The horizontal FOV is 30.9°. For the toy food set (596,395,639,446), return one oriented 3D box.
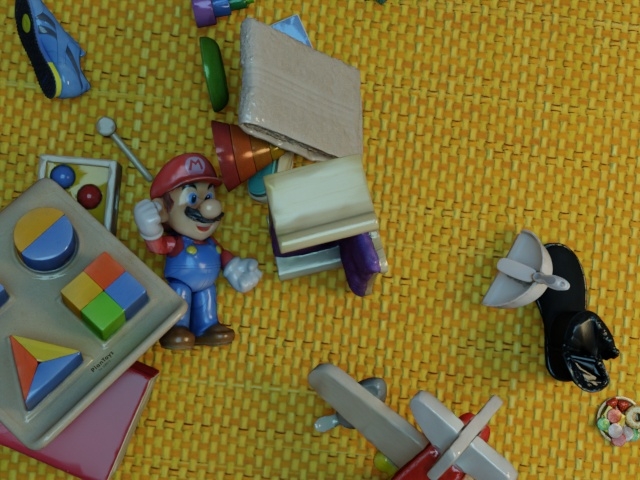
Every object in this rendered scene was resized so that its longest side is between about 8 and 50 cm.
[{"bbox_3d":[0.514,0.309,1.986,0.083,0.020,0.083,32,86,-1],"label":"toy food set"}]

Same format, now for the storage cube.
[{"bbox_3d":[-0.386,0.260,1.861,0.193,0.183,0.215,24,86,-2],"label":"storage cube"}]

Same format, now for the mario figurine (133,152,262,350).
[{"bbox_3d":[-0.198,0.016,1.886,0.170,0.198,0.321,-3,91,11],"label":"mario figurine"}]

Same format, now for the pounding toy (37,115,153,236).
[{"bbox_3d":[-0.372,-0.109,1.928,0.181,0.094,0.206,5,87,-3],"label":"pounding toy"}]

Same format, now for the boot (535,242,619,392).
[{"bbox_3d":[0.417,0.120,1.899,0.094,0.207,0.247,-4,86,-3],"label":"boot"}]

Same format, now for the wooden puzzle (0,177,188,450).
[{"bbox_3d":[-0.428,0.092,1.755,0.348,0.080,0.322,39,68,16],"label":"wooden puzzle"}]

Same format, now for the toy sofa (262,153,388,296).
[{"bbox_3d":[0.000,0.000,1.809,0.150,0.362,0.177,-13,82,-4],"label":"toy sofa"}]

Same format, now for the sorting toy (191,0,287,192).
[{"bbox_3d":[-0.128,-0.263,1.921,0.126,0.127,0.366,-10,72,0],"label":"sorting toy"}]

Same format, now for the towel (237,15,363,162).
[{"bbox_3d":[-0.031,-0.232,1.879,0.049,0.282,0.187,-16,67,38],"label":"towel"}]

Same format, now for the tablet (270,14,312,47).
[{"bbox_3d":[-0.047,-0.344,2.003,0.054,0.006,0.083,-24,89,-4],"label":"tablet"}]

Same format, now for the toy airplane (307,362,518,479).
[{"bbox_3d":[0.175,0.372,1.842,0.384,0.272,0.386,-4,102,28],"label":"toy airplane"}]

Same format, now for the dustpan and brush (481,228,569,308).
[{"bbox_3d":[0.346,0.058,1.898,0.060,0.211,0.147,32,85,-35],"label":"dustpan and brush"}]

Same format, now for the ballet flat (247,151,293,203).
[{"bbox_3d":[-0.068,-0.181,1.960,0.086,0.086,0.249,14,87,-2],"label":"ballet flat"}]

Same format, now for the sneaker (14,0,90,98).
[{"bbox_3d":[-0.452,-0.334,1.961,0.082,0.069,0.209,-16,77,-36],"label":"sneaker"}]

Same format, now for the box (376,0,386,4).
[{"bbox_3d":[0.054,-0.527,1.991,0.244,0.060,0.100,45,86,0],"label":"box"}]
